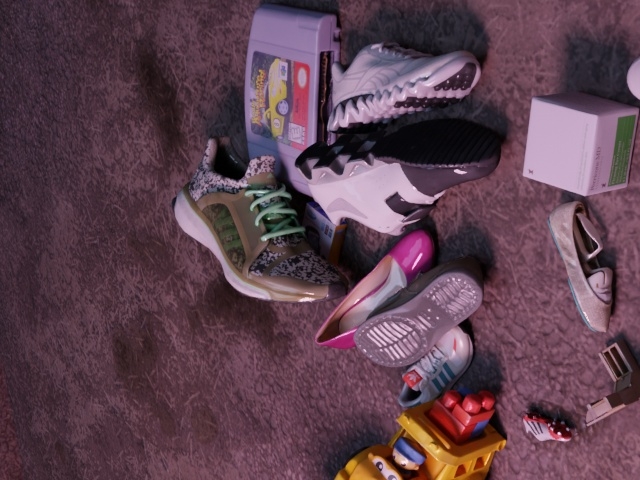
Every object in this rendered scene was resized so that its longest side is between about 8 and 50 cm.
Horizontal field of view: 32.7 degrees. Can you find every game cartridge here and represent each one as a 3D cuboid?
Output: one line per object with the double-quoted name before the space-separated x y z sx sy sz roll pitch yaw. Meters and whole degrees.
"game cartridge" -0.050 -0.230 1.768 0.196 0.060 0.294 25 119 51

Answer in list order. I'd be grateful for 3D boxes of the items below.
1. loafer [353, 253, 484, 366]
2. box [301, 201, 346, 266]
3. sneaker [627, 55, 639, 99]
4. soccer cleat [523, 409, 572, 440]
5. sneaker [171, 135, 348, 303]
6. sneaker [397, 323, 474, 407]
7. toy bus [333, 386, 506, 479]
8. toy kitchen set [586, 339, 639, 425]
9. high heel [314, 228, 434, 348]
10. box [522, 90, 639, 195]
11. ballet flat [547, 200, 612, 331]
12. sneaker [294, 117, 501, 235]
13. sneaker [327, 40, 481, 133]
"loafer" 0.148 0.101 1.567 0.094 0.087 0.251 48 130 -9
"box" 0.000 0.000 1.785 0.081 0.028 0.136 39 130 40
"sneaker" 0.414 -0.170 1.153 0.235 0.094 0.090 14 112 51
"soccer cleat" 0.305 0.256 1.463 0.083 0.029 0.036 20 124 51
"sneaker" -0.100 -0.041 1.754 0.410 0.158 0.182 37 126 38
"sneaker" 0.163 0.188 1.585 0.057 0.075 0.161 52 136 30
"toy bus" 0.153 0.295 1.521 0.149 0.220 0.211 44 125 33
"toy kitchen set" 0.345 0.178 1.342 0.068 0.083 0.075 -46 63 47
"high heel" 0.079 0.075 1.628 0.082 0.117 0.244 60 139 23
"box" 0.310 -0.118 1.304 0.102 0.087 0.101 26 119 46
"ballet flat" 0.330 0.030 1.348 0.052 0.057 0.168 -30 76 41
"sneaker" 0.126 -0.081 1.545 0.330 0.122 0.146 -1 123 43
"sneaker" 0.104 -0.230 1.534 0.292 0.110 0.118 -11 82 52
